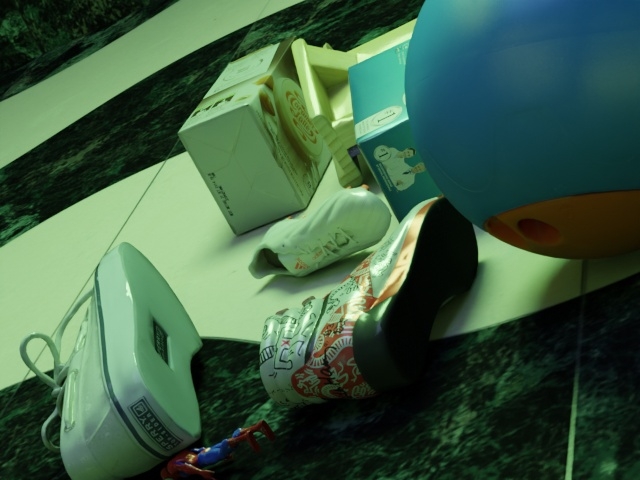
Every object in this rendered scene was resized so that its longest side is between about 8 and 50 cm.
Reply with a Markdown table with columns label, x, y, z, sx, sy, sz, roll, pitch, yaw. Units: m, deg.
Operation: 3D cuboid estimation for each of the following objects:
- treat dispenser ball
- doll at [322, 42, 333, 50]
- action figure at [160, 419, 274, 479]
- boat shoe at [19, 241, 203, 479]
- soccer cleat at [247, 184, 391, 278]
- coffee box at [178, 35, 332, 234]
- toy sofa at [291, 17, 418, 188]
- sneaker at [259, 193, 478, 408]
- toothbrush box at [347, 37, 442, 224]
| label | x | y | z | sx | sy | sz | roll | pitch | yaw |
| --- | --- | --- | --- | --- | --- | --- | --- | --- | --- |
| treat dispenser ball | 0.212 | -0.128 | 1.566 | 0.288 | 0.288 | 0.288 | -25 | 17 | 8 |
| doll | -0.059 | -0.195 | 2.591 | 0.189 | 0.046 | 0.129 | -30 | 25 | 14 |
| action figure | -0.090 | 0.179 | 1.582 | 0.115 | 0.030 | 0.038 | -22 | 12 | 35 |
| boat shoe | -0.199 | 0.129 | 1.763 | 0.156 | 0.136 | 0.367 | -35 | 23 | 8 |
| soccer cleat | 0.000 | 0.000 | 1.905 | 0.076 | 0.068 | 0.196 | -49 | 16 | -33 |
| coffee box | -0.064 | -0.127 | 2.241 | 0.098 | 0.141 | 0.246 | -22 | 18 | 20 |
| toy sofa | 0.165 | -0.192 | 2.122 | 0.362 | 0.177 | 0.150 | -25 | 42 | 9 |
| sneaker | 0.038 | 0.049 | 1.656 | 0.145 | 0.090 | 0.270 | -16 | 23 | 28 |
| toothbrush box | 0.187 | -0.150 | 1.919 | 0.295 | 0.126 | 0.216 | -26 | 23 | 9 |
